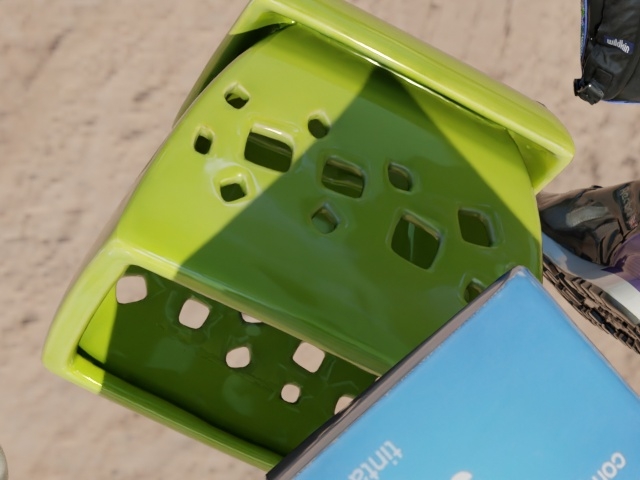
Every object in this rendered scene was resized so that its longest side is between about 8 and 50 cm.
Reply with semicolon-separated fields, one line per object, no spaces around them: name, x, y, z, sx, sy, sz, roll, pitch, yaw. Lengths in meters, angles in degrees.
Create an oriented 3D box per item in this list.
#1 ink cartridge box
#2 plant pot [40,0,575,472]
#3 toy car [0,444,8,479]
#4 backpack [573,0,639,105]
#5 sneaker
ink cartridge box;0.111;0.243;0.721;0.166;0.285;0.395;-40;85;-26
plant pot;0.000;0.000;0.980;0.228;0.227;0.207;27;64;-8
toy car;-0.274;0.148;0.972;0.159;0.182;0.136;12;13;-38
backpack;0.185;-0.132;0.891;0.105;0.114;0.084;7;32;23
sneaker;0.234;0.002;1.289;0.124;0.107;0.283;-43;24;-1
